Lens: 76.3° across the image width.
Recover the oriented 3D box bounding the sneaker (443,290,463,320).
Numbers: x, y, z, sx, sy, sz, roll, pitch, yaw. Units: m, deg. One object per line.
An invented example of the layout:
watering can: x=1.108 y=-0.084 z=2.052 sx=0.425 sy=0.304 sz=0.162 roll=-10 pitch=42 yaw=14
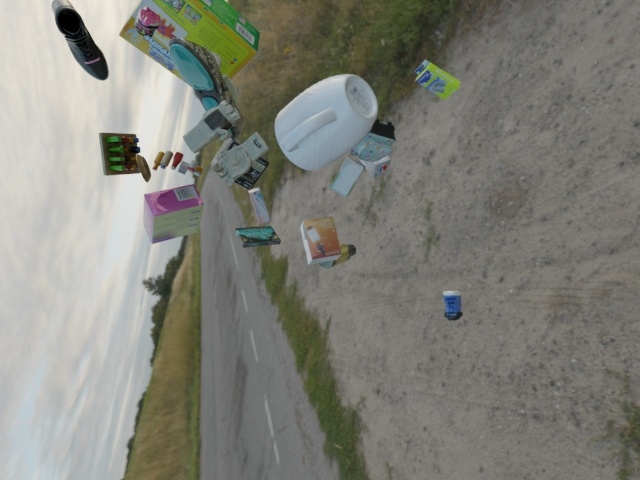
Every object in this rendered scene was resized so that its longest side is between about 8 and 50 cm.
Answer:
sneaker: x=0.423 y=0.212 z=1.302 sx=0.152 sy=0.058 sz=0.084 roll=43 pitch=-131 yaw=-62

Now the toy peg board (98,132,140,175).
toy peg board: x=-0.760 y=-0.338 z=1.593 sx=0.161 sy=0.079 sz=0.161 roll=-24 pitch=-64 yaw=-61

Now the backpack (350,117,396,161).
backpack: x=0.215 y=-0.420 z=1.748 sx=0.188 sy=0.166 sz=0.144 roll=-17 pitch=72 yaw=59

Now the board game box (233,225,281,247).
board game box: x=-0.293 y=-0.019 z=1.896 sx=0.126 sy=0.186 sz=0.026 roll=50 pitch=135 yaw=42

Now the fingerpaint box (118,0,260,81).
fingerpaint box: x=-0.550 y=-0.887 z=1.748 sx=0.371 sy=0.445 sz=0.163 roll=-27 pitch=48 yaw=36

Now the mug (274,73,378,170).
mug: x=0.009 y=-0.421 z=1.465 sx=0.328 sy=0.276 sz=0.374 roll=-22 pitch=14 yaw=47

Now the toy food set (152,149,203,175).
toy food set: x=-0.722 y=-0.373 z=2.064 sx=0.111 sy=0.233 sz=0.104 roll=-33 pitch=38 yaw=61

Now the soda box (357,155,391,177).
soda box: x=0.236 y=-0.456 z=2.059 sx=0.286 sy=0.091 sz=0.098 roll=58 pitch=163 yaw=28

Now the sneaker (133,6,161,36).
sneaker: x=-0.521 y=-0.645 z=1.220 sx=0.074 sy=0.063 sz=0.170 roll=-53 pitch=34 yaw=20

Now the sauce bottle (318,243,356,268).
sauce bottle: x=0.100 y=0.075 z=2.249 sx=0.344 sy=0.112 sz=0.111 roll=-14 pitch=-59 yaw=-63

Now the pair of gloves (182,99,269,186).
pair of gloves: x=-0.315 y=-0.326 z=1.360 sx=0.204 sy=0.240 sz=0.042 roll=-44 pitch=1 yaw=6

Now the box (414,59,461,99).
box: x=0.487 y=-0.677 z=1.721 sx=0.042 sy=0.178 sz=0.109 roll=-64 pitch=10 yaw=-10

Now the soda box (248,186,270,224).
soda box: x=-0.316 y=-0.179 z=2.111 sx=0.058 sy=0.063 sz=0.183 roll=-121 pitch=14 yaw=-63

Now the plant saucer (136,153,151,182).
plant saucer: x=-0.495 y=-0.205 z=1.148 sx=0.083 sy=0.015 sz=0.083 roll=163 pitch=90 yaw=-82

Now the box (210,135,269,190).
box: x=-0.325 y=-0.313 z=1.648 sx=0.147 sy=0.180 sz=0.077 roll=-52 pitch=37 yaw=16

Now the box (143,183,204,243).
box: x=-0.643 y=-0.114 z=1.774 sx=0.117 sy=0.214 sz=0.243 roll=60 pitch=147 yaw=17

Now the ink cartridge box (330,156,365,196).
ink cartridge box: x=0.128 y=-0.290 z=1.856 sx=0.154 sy=0.093 sz=0.212 roll=-61 pitch=-4 yaw=14

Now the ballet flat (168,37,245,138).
ballet flat: x=-0.427 y=-0.618 z=1.621 sx=0.482 sy=0.164 sz=0.181 roll=66 pitch=-138 yaw=-54

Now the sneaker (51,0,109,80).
sneaker: x=-0.876 y=-0.716 z=1.492 sx=0.147 sy=0.105 sz=0.295 roll=51 pitch=163 yaw=46

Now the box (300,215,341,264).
box: x=0.000 y=0.000 z=1.679 sx=0.091 sy=0.130 sz=0.170 roll=124 pitch=134 yaw=-69
